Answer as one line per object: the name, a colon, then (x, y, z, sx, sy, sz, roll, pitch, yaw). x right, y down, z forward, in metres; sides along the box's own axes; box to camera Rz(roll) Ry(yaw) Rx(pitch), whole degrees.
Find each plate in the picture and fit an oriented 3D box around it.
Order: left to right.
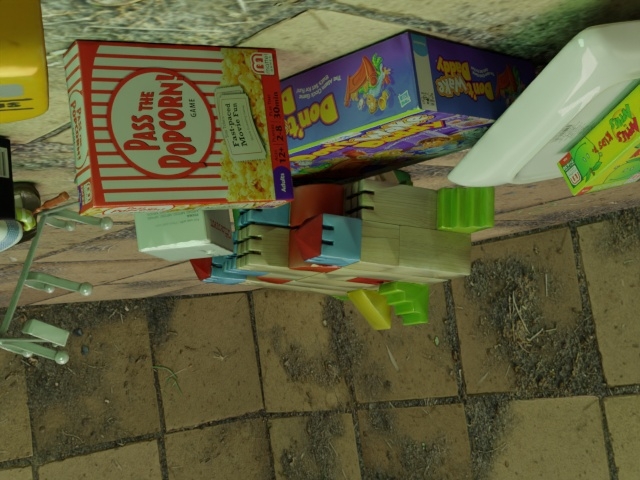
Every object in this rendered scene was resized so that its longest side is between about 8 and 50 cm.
plate: (0.309, -0.138, 1.049, 0.278, 0.045, 0.277, -11, 159, -28)

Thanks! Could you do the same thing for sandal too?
sandal: (-0.462, -0.040, 1.444, 0.090, 0.060, 0.219, -10, 161, -27)

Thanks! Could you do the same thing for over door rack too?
over door rack: (-0.377, 0.053, 1.458, 0.108, 0.239, 0.324, 21, 163, -22)

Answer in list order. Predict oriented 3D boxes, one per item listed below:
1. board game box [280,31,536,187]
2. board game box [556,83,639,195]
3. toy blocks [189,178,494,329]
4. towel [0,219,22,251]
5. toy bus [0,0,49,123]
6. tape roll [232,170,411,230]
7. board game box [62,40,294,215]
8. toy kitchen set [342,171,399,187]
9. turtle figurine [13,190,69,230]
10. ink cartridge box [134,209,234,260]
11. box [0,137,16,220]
board game box: (0.038, -0.130, 1.117, 0.347, 0.078, 0.233, -13, 171, 42)
board game box: (0.330, -0.114, 0.997, 0.092, 0.043, 0.181, -11, 158, -29)
toy blocks: (0.000, 0.000, 1.226, 0.261, 0.190, 0.381, 7, 168, -24)
towel: (-0.478, 0.005, 1.012, 0.209, 0.034, 0.285, -13, 171, 34)
toy bus: (-0.341, -0.122, 0.605, 0.333, 0.108, 0.130, -6, 173, -15)
tape roll: (0.006, -0.055, 1.752, 0.321, 0.077, 0.321, -7, 174, -1)
board game box: (-0.125, -0.100, 0.891, 0.193, 0.147, 0.045, -4, 173, -30)
toy kitchen set: (-0.010, -0.084, 1.467, 0.207, 0.122, 0.166, -33, 163, 23)
turtle figurine: (-0.465, -0.007, 1.255, 0.269, 0.217, 0.087, 0, 140, 24)
ink cartridge box: (-0.142, -0.072, 0.986, 0.072, 0.175, 0.127, -8, 173, 5)
box: (-0.481, -0.061, 1.035, 0.184, 0.103, 0.261, -8, 174, 25)
